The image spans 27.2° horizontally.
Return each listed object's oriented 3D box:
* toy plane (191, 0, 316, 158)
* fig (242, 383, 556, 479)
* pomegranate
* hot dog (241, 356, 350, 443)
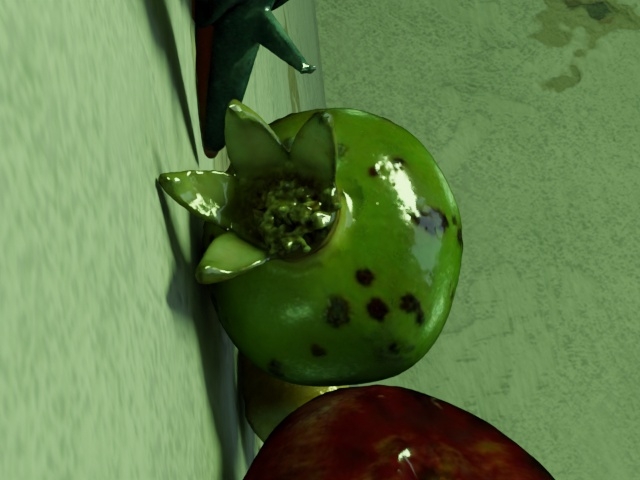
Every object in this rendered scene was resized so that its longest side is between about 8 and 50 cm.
[{"bbox_3d":[-0.025,-0.166,0.675,0.104,0.223,0.326,38,-46,35],"label":"toy plane"},{"bbox_3d":[0.042,0.206,0.712,0.203,0.186,0.249,-120,-159,-44],"label":"fig"},{"bbox_3d":[-0.013,-0.003,0.714,0.220,0.156,0.156,23,54,-50],"label":"pomegranate"},{"bbox_3d":[-0.015,0.028,0.915,0.286,0.088,0.061,-98,173,-52],"label":"hot dog"}]
